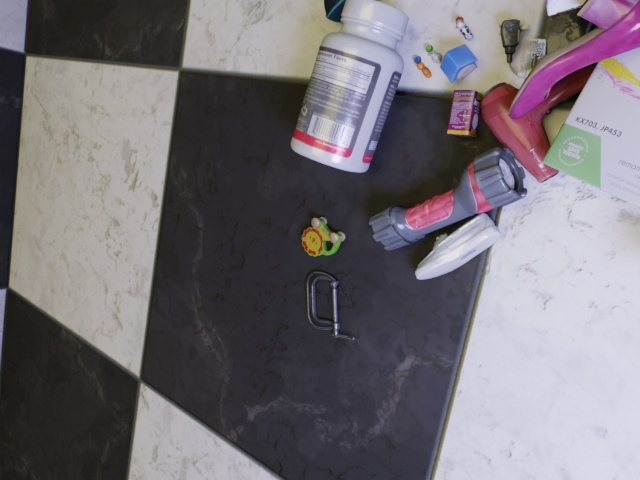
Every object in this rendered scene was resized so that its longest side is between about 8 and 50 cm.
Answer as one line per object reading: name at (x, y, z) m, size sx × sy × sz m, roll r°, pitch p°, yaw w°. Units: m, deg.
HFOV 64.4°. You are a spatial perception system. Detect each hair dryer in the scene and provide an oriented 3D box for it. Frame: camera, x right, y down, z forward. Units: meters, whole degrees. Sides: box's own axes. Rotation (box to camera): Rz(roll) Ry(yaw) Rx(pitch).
hair dryer at (0.388, -0.244, 0.865) m, size 0.224 × 0.080 × 0.293 m, roll 13°, pitch 101°, yaw 34°

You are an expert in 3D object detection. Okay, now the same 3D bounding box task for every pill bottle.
pill bottle at (0.065, -0.314, 1.041) m, size 0.176 × 0.176 × 0.318 m, roll 29°, pitch 109°, yaw 32°

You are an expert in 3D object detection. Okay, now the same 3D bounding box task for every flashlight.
flashlight at (0.224, -0.069, 0.955) m, size 0.304 × 0.103 × 0.103 m, roll -24°, pitch 82°, yaw 42°

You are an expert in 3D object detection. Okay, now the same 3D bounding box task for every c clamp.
c clamp at (0.020, 0.151, 1.195) m, size 0.137 × 0.022 × 0.160 m, roll -7°, pitch 89°, yaw 42°

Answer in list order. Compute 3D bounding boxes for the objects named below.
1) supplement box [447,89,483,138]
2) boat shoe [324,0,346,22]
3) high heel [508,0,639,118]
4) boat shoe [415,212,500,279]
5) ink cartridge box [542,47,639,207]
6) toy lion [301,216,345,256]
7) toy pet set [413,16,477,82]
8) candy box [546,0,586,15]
supplement box at (0.275, -0.239, 0.965) m, size 0.043 × 0.055 × 0.083 m, roll 13°, pitch 100°, yaw 34°
boat shoe at (0.097, -0.562, 1.052) m, size 0.259 × 0.109 × 0.088 m, roll -21°, pitch 76°, yaw 33°
high heel at (0.388, -0.252, 0.757) m, size 0.117 × 0.082 × 0.244 m, roll 35°, pitch 138°, yaw 5°
boat shoe at (0.256, 0.012, 0.988) m, size 0.184 × 0.066 × 0.063 m, roll -41°, pitch 55°, yaw 33°
ink cartridge box at (0.511, -0.224, 0.721) m, size 0.207 × 0.119 × 0.353 m, roll 43°, pitch 117°, yaw 46°
toy lion at (0.000, 0.000, 1.197) m, size 0.100 × 0.034 × 0.096 m, roll 40°, pitch 121°, yaw 28°
toy pet set at (0.240, -0.359, 0.979) m, size 0.122 × 0.065 × 0.114 m, roll -40°, pitch 69°, yaw 31°
candy box at (0.435, -0.414, 0.749) m, size 0.165 × 0.196 × 0.070 m, roll 0°, pitch 126°, yaw 36°
